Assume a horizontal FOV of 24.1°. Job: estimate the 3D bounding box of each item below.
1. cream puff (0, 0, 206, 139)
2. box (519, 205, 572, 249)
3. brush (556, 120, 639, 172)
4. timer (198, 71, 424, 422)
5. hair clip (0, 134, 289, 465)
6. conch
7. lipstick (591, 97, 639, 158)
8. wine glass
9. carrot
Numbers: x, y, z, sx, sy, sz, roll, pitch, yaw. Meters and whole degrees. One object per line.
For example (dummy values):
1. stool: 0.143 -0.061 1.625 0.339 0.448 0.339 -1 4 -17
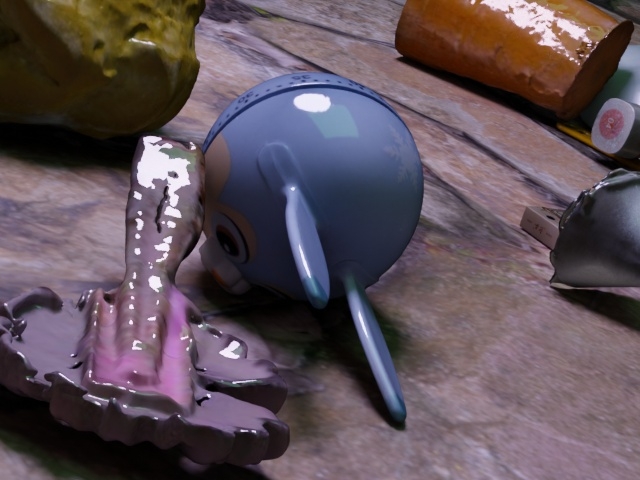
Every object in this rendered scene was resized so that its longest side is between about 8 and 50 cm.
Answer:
1. cream puff: -0.220 -0.242 1.245 0.323 0.269 0.274 34 19 34
2. box: 0.234 -0.009 1.398 0.083 0.024 0.053 6 23 -38
3. brush: 0.384 -0.087 1.775 0.103 0.013 0.272 0 26 -46
4. timer: -0.016 -0.001 1.001 0.175 0.175 0.255 18 48 -5
5. hair clip: -0.100 0.037 0.879 0.173 0.069 0.300 15 29 -9
6. conch: 0.417 -0.175 1.929 0.185 0.121 0.221 -25 44 -22
7. lipstick: 0.404 -0.121 1.786 0.186 0.063 0.057 8 19 -43
8. wine glass: 0.284 0.037 1.204 0.122 0.122 0.183 3 31 -39
9. carrot: 0.247 -0.261 1.894 0.254 0.196 0.196 34 23 20
